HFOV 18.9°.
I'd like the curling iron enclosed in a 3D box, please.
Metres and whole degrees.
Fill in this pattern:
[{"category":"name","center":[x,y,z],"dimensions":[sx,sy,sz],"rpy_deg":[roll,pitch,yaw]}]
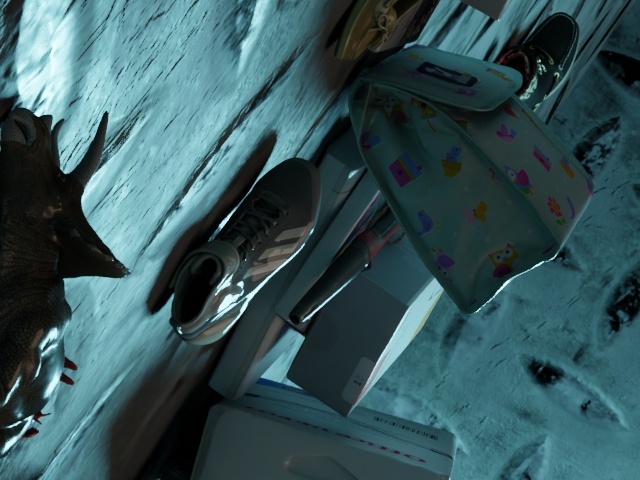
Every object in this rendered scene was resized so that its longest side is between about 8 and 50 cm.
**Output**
[{"category":"curling iron","center":[0.042,0.021,2.054],"dimensions":[0.274,0.035,0.068],"rpy_deg":[-46,166,-51]}]

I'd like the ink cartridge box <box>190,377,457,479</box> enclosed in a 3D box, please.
[{"category":"ink cartridge box","center":[0.007,0.293,2.329],"dimensions":[0.395,0.286,0.166],"rpy_deg":[-4,110,-84]}]

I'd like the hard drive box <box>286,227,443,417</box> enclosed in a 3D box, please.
[{"category":"hard drive box","center":[0.074,0.068,2.225],"dimensions":[0.232,0.089,0.181],"rpy_deg":[-44,165,-54]}]

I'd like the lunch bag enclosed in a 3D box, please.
[{"category":"lunch bag","center":[0.146,-0.089,1.986],"dimensions":[0.160,0.262,0.223],"rpy_deg":[-37,-178,24]}]

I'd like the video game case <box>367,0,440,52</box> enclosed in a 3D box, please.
[{"category":"video game case","center":[0.114,-0.275,1.885],"dimensions":[0.190,0.022,0.173],"rpy_deg":[-60,171,16]}]

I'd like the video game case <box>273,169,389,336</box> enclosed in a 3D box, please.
[{"category":"video game case","center":[0.028,0.016,2.163],"dimensions":[0.204,0.025,0.285],"rpy_deg":[-56,171,-3]}]

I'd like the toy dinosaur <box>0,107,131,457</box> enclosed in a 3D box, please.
[{"category":"toy dinosaur","center":[-0.200,0.084,1.096],"dimensions":[0.160,0.121,0.313],"rpy_deg":[-18,138,-56]}]

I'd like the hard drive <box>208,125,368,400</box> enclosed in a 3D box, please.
[{"category":"hard drive","center":[0.000,0.000,2.190],"dimensions":[0.233,0.047,0.353],"rpy_deg":[-45,166,-55]}]

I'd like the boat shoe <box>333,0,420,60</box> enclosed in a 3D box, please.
[{"category":"boat shoe","center":[0.066,-0.213,1.742],"dimensions":[0.153,0.048,0.056],"rpy_deg":[-51,170,-34]}]

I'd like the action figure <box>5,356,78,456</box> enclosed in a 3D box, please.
[{"category":"action figure","center":[-0.227,0.137,1.469],"dimensions":[0.115,0.030,0.038],"rpy_deg":[-48,174,-35]}]

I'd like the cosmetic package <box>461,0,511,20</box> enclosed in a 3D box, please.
[{"category":"cosmetic package","center":[0.217,-0.338,2.033],"dimensions":[0.239,0.060,0.099],"rpy_deg":[-58,173,-48]}]

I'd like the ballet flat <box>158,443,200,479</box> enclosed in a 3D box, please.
[{"category":"ballet flat","center":[-0.158,0.286,2.359],"dimensions":[0.057,0.049,0.173],"rpy_deg":[-56,172,7]}]

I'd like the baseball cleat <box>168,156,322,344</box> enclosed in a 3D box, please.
[{"category":"baseball cleat","center":[-0.066,0.004,1.743],"dimensions":[0.206,0.072,0.109],"rpy_deg":[-59,166,-10]}]

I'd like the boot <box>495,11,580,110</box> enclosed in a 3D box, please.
[{"category":"boot","center":[0.324,-0.268,2.921],"dimensions":[0.236,0.085,0.178],"rpy_deg":[-55,169,-9]}]
